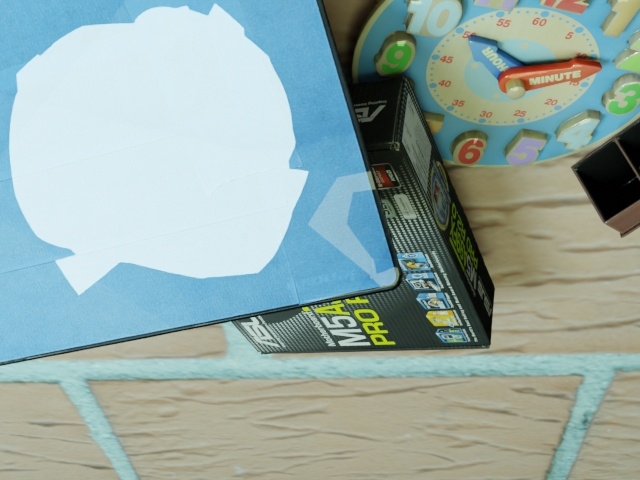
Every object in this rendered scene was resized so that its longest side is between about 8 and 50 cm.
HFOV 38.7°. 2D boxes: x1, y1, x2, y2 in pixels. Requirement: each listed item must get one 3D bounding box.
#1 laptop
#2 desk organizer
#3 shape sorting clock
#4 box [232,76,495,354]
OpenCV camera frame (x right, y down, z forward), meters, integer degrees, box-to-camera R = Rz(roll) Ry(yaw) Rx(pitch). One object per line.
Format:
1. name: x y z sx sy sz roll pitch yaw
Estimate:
1. laptop: -0.207 -0.089 0.443 0.382 0.236 0.408 -13 163 17
2. desk organizer: 0.245 -0.060 0.648 0.050 0.047 0.130 24 138 -25
3. shape sorting clock: 0.123 -0.109 0.589 0.206 0.040 0.206 1 144 1
4. box: 0.000 0.000 0.701 0.216 0.060 0.270 -5 144 22
